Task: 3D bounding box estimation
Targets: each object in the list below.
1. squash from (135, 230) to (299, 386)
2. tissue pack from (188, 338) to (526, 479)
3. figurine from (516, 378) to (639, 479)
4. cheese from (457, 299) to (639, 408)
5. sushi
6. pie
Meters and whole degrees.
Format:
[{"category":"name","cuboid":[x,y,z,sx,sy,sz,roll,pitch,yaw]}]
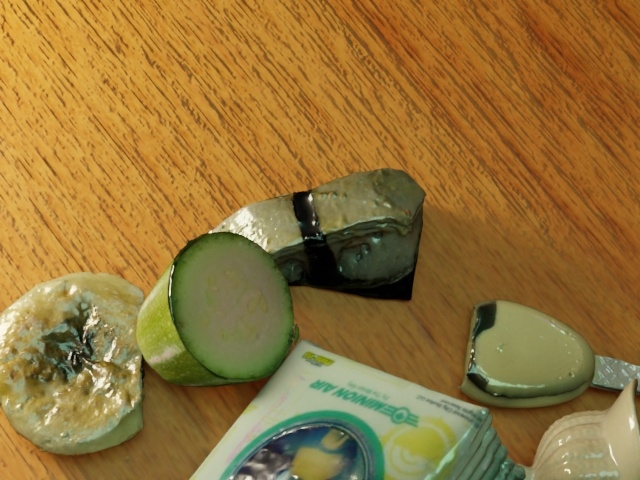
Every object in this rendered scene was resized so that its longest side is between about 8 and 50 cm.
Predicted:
[{"category":"squash","cuboid":[-0.119,0.088,1.626,0.170,0.123,0.170,18,57,-30]},{"category":"tissue pack","cuboid":[-0.016,0.308,1.485,0.287,0.162,0.388,16,59,46]},{"category":"figurine","cuboid":[0.370,0.307,1.593,0.332,0.185,0.204,39,93,-7]},{"category":"cheese","cuboid":[0.288,0.146,1.705,0.251,0.054,0.127,12,67,-2]},{"category":"sushi","cuboid":[-0.010,-0.017,1.706,0.273,0.109,0.134,3,67,-5]},{"category":"pie","cuboid":[-0.280,0.136,1.646,0.185,0.052,0.218,-4,66,-4]}]
